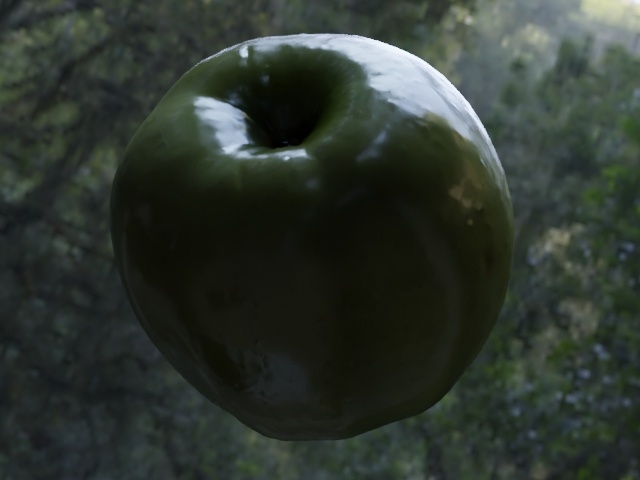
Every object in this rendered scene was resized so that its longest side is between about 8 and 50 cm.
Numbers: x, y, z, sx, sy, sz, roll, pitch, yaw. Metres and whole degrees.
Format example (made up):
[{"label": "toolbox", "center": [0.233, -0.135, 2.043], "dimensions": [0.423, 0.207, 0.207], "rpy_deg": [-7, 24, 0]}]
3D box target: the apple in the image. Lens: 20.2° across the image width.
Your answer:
[{"label": "apple", "center": [0.000, 0.000, 1.191], "dimensions": [0.279, 0.279, 0.279], "rpy_deg": [16, -26, 8]}]
